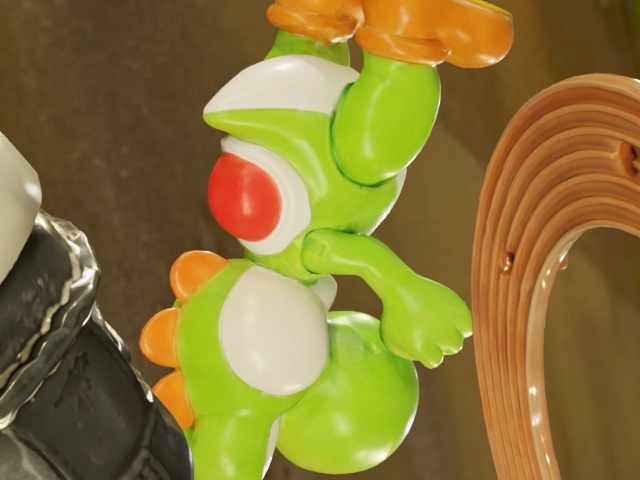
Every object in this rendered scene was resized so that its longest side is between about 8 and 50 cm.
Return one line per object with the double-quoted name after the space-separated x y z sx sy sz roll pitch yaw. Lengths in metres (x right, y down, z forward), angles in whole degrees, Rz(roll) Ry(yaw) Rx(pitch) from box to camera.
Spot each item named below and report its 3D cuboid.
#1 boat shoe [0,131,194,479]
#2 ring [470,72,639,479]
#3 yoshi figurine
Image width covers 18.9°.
-0.144 0.045 0.519 0.113 0.340 0.127 46 57 -24 "boat shoe"
0.145 0.097 0.753 0.336 0.032 0.336 165 -90 -73 "ring"
0.015 0.004 1.272 0.203 0.203 0.362 -15 125 -83 "yoshi figurine"
